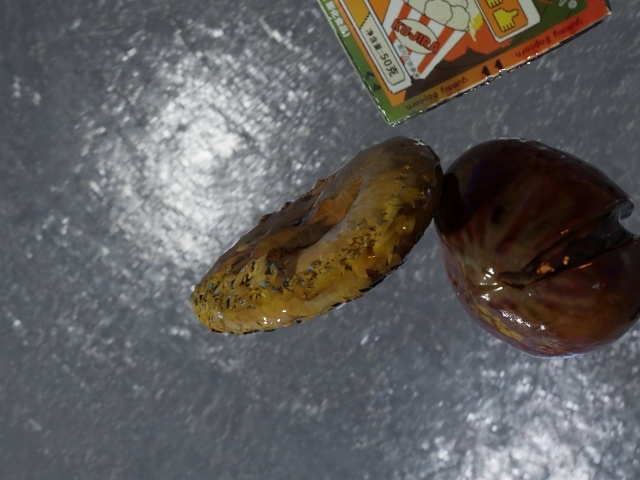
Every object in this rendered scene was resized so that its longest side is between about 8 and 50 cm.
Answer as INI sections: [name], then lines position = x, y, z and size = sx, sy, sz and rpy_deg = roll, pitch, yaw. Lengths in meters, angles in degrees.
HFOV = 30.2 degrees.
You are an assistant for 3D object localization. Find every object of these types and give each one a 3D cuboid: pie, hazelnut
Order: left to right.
[pie]
position = -0.001, -0.001, 1.028
size = 0.273, 0.273, 0.069
rpy_deg = -28, 104, 36
[hazelnut]
position = 0.179, 0.008, 1.013
size = 0.178, 0.178, 0.204
rpy_deg = -33, 82, 37

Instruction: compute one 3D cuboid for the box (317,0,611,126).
[box]
position = 0.085, -0.218, 0.846
size = 0.178, 0.148, 0.195
rpy_deg = -25, 107, 19
